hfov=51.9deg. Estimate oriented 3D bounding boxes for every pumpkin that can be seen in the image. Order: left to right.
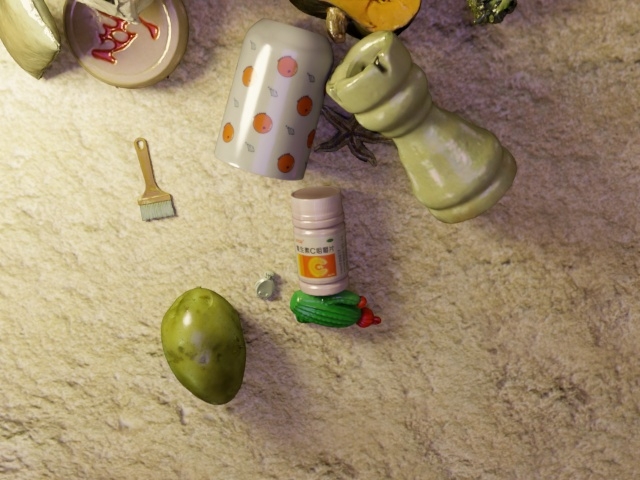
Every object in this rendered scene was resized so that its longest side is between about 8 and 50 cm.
[{"bbox_3d":[0.055,-0.540,1.429,0.317,0.139,0.221,21,98,-15],"label":"pumpkin"}]

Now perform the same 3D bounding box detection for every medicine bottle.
[{"bbox_3d":[0.000,0.000,1.621,0.133,0.133,0.249,-5,109,-3],"label":"medicine bottle"}]

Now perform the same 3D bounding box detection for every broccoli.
[{"bbox_3d":[0.389,-0.552,1.471,0.131,0.120,0.130,-11,104,-27],"label":"broccoli"}]

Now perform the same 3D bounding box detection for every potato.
[{"bbox_3d":[-0.289,0.267,1.648,0.216,0.216,0.304,-6,119,-3],"label":"potato"}]

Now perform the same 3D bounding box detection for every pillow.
[{"bbox_3d":[-0.609,-0.442,1.351,0.075,0.302,0.184,-36,108,-26],"label":"pillow"}]

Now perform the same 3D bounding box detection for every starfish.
[{"bbox_3d":[0.080,-0.274,1.574,0.208,0.053,0.175,17,106,-14],"label":"starfish"}]

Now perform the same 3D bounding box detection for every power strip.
[{"bbox_3d":[-0.141,0.118,1.701,0.055,0.035,0.083,17,109,-10],"label":"power strip"}]

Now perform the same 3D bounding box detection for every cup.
[{"bbox_3d":[-0.096,-0.315,1.462,0.212,0.212,0.317,14,106,-10],"label":"cup"}]

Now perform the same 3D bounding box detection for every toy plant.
[{"bbox_3d":[0.041,0.174,1.696,0.240,0.088,0.154,1,143,1],"label":"toy plant"}]

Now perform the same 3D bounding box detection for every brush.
[{"bbox_3d":[-0.417,-0.151,1.598,0.083,0.011,0.205,-10,109,-1],"label":"brush"}]

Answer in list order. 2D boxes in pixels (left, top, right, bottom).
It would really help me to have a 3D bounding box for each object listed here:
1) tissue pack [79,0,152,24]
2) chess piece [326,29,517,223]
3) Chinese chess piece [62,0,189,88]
[{"bbox_3d":[-0.411,-0.633,1.276,0.390,0.195,0.375,23,76,8],"label":"tissue pack"},{"bbox_3d":[0.217,-0.247,1.461,0.234,0.234,0.442,-45,119,10],"label":"chess piece"},{"bbox_3d":[-0.423,-0.468,1.439,0.273,0.102,0.273,-1,109,-4],"label":"Chinese chess piece"}]
